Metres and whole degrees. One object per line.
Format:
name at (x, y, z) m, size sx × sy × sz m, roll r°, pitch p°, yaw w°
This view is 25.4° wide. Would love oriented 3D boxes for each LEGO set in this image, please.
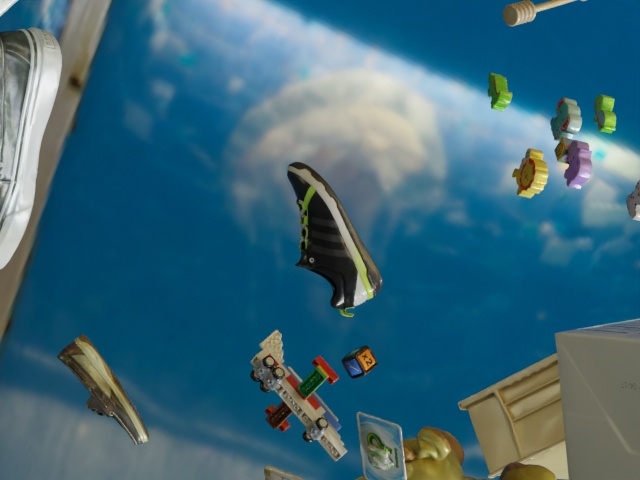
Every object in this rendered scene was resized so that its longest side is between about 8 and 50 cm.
LEGO set at (0.020, 0.191, 1.337) m, size 0.182 × 0.244 × 0.060 m, roll 14°, pitch -146°, yaw 36°

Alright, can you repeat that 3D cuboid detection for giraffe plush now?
giraffe plush at (0.129, 0.268, 1.461) m, size 0.170 × 0.181 × 0.210 m, roll 42°, pitch -175°, yaw -3°

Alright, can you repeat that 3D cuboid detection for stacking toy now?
stacking toy at (0.297, -0.120, 1.678) m, size 0.167 × 0.052 × 0.221 m, roll 11°, pitch -139°, yaw -18°

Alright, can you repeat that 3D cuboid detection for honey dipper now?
honey dipper at (0.317, -0.325, 1.957) m, size 0.161 × 0.030 × 0.030 m, roll -20°, pitch -119°, yaw -34°

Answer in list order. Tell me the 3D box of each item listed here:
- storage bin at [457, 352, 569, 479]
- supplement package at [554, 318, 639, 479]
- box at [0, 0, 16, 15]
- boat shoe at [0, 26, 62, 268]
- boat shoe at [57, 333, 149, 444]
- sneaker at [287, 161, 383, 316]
storage bin at (0.391, 0.248, 2.058) m, size 0.262 × 0.260 × 0.123 m, roll 14°, pitch -128°, yaw -48°
supplement package at (0.342, 0.176, 1.220) m, size 0.145 × 0.262 × 0.204 m, roll -7°, pitch -88°, yaw -24°
box at (-0.377, -0.349, 1.492) m, size 0.262 × 0.231 × 0.127 m, roll 35°, pitch 167°, yaw 50°
boat shoe at (-0.415, -0.114, 1.747) m, size 0.119 × 0.335 × 0.121 m, roll 0°, pitch -149°, yaw -32°
boat shoe at (-0.262, 0.187, 1.717) m, size 0.049 × 0.056 × 0.152 m, roll -33°, pitch -90°, yaw -7°
sneaker at (0.000, 0.000, 2.032) m, size 0.097 × 0.084 × 0.234 m, roll -31°, pitch -91°, yaw -7°
